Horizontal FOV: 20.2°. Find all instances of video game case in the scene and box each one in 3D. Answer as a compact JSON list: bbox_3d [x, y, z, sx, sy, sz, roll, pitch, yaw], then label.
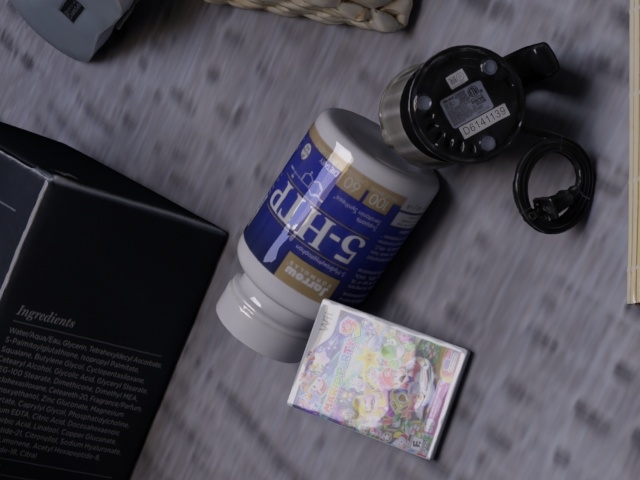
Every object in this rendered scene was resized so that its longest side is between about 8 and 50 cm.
[{"bbox_3d":[0.043,0.104,1.352,0.122,0.011,0.087,19,90,21],"label":"video game case"}]

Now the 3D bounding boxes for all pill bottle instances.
[{"bbox_3d":[0.000,0.000,1.417,0.187,0.112,0.112,-57,40,18],"label":"pill bottle"}]

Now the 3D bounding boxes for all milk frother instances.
[{"bbox_3d":[0.121,-0.070,1.316,0.135,0.129,0.143,-173,71,-83],"label":"milk frother"}]

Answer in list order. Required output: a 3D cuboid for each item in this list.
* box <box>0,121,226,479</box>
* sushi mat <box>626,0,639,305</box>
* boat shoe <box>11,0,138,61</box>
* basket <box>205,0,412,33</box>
[{"bbox_3d":[-0.314,0.102,1.658,0.293,0.212,0.395,28,98,46],"label":"box"},{"bbox_3d":[0.268,-0.116,1.213,0.151,0.019,0.316,-17,62,47],"label":"sushi mat"},{"bbox_3d":[-0.229,-0.266,1.801,0.105,0.113,0.306,-50,8,-18],"label":"boat shoe"},{"bbox_3d":[-0.092,-0.353,1.508,0.331,0.328,0.266,20,93,52],"label":"basket"}]
